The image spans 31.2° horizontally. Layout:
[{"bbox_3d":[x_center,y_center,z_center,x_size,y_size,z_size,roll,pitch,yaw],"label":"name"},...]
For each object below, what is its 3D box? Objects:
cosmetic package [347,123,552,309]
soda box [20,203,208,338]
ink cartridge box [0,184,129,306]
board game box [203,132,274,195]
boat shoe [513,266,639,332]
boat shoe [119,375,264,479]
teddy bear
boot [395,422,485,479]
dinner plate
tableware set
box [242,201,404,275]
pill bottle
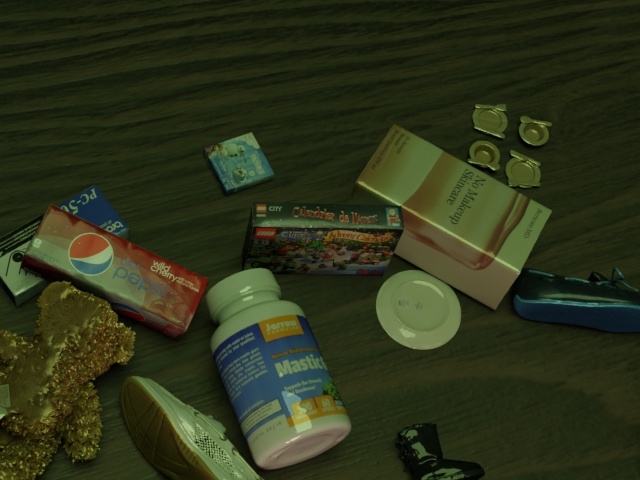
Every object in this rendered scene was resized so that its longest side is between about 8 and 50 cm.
[{"bbox_3d":[0.202,-0.039,1.862,0.296,0.129,0.153,29,58,5],"label":"cosmetic package"},{"bbox_3d":[-0.308,0.050,1.715,0.263,0.083,0.092,27,67,-10],"label":"soda box"},{"bbox_3d":[-0.409,0.006,1.775,0.207,0.046,0.097,-34,73,-24],"label":"ink cartridge box"},{"bbox_3d":[-0.136,-0.128,1.912,0.090,0.020,0.090,-21,67,-21],"label":"board game box"},{"bbox_3d":[0.445,0.085,1.855,0.258,0.109,0.089,10,57,-7],"label":"boat shoe"},{"bbox_3d":[-0.178,0.295,1.643,0.277,0.098,0.096,45,40,19],"label":"boat shoe"},{"bbox_3d":[-0.413,0.227,1.635,0.245,0.113,0.338,13,68,5],"label":"teddy bear"},{"bbox_3d":[0.177,0.321,1.715,0.121,0.045,0.099,-10,61,-14],"label":"boot"},{"bbox_3d":[0.159,0.108,1.841,0.141,0.017,0.141,4,60,-7],"label":"dinner plate"},{"bbox_3d":[0.330,-0.170,2.019,0.141,0.020,0.169,16,60,-2],"label":"tableware set"},{"bbox_3d":[0.000,0.000,1.788,0.233,0.159,0.044,1,62,-9],"label":"box"},{"bbox_3d":[-0.072,0.183,1.680,0.152,0.152,0.272,-17,67,-18],"label":"pill bottle"}]
